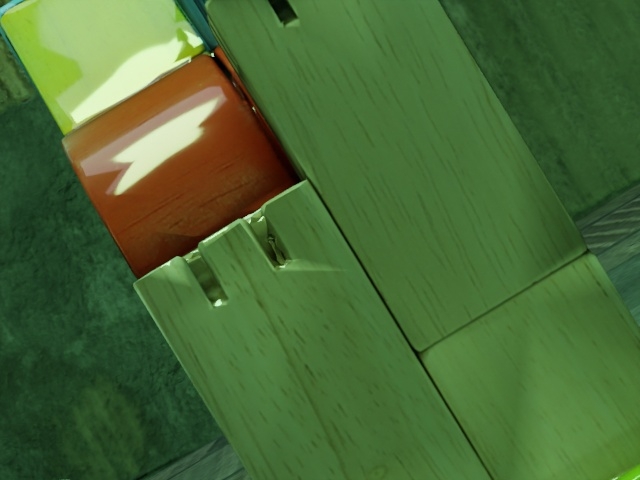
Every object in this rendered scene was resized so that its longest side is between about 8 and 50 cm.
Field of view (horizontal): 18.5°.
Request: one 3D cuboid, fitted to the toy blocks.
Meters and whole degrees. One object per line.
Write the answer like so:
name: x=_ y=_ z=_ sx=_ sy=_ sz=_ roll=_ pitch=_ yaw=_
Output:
toy blocks: x=0.000 y=0.000 z=0.593 sx=0.190 sy=0.261 sz=0.381 roll=-31 pitch=-1 yaw=-3
